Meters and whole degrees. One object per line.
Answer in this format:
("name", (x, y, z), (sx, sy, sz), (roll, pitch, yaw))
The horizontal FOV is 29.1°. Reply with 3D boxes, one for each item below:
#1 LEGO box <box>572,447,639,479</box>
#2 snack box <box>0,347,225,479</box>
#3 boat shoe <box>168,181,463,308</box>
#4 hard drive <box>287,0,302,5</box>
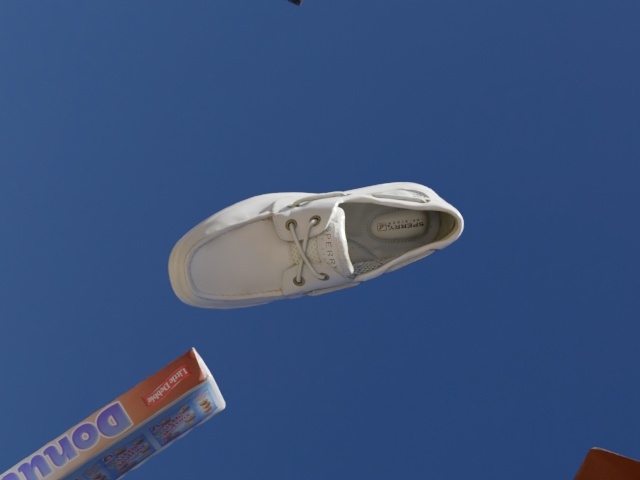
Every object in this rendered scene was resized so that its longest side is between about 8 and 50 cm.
("LEGO box", (0.162, 0.414, 0.574), (0.193, 0.372, 0.500), (13, -117, 49))
("snack box", (-0.131, 0.121, 0.641), (0.178, 0.064, 0.022), (-33, -110, -10))
("boat shoe", (0.000, 0.000, 1.128), (0.096, 0.277, 0.098), (-165, -119, -70))
("hard drive", (-0.064, -0.234, 0.512), (0.054, 0.254, 0.172), (11, -110, 43))
